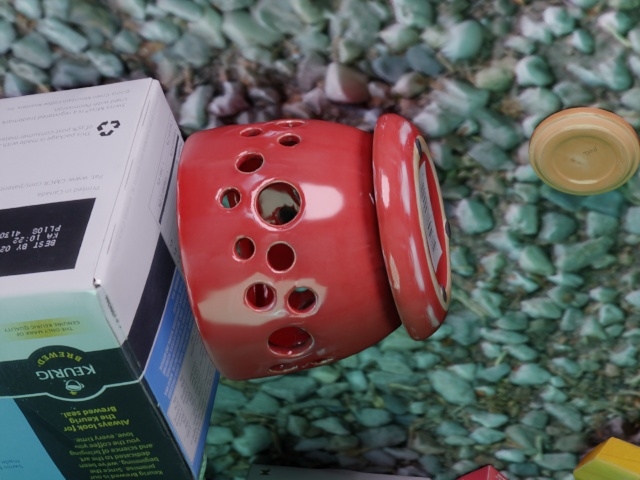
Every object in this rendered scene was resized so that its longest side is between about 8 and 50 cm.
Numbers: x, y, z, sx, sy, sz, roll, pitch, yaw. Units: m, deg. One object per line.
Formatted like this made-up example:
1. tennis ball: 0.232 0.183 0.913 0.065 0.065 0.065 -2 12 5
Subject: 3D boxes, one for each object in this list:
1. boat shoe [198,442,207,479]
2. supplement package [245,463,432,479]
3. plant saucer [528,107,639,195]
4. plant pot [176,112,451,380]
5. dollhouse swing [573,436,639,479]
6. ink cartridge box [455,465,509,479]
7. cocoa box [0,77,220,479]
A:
1. boat shoe: -0.147 0.251 1.641 0.094 0.109 0.302 5 146 -17
2. supplement package: 0.004 0.375 1.592 0.178 0.175 0.292 4 108 6
3. plant saucer: 0.198 -0.064 1.309 0.084 0.013 0.083 5 135 5
4. plant pot: 0.000 0.000 1.286 0.174 0.191 0.191 -8 132 13
5. dollhouse swing: 0.458 0.251 1.545 0.315 0.305 0.346 -37 130 -12
6. ink cartridge box: 0.159 0.290 1.583 0.056 0.135 0.099 -30 122 34
7. cocoa box: -0.266 0.049 1.352 0.347 0.231 0.228 -6 134 16
